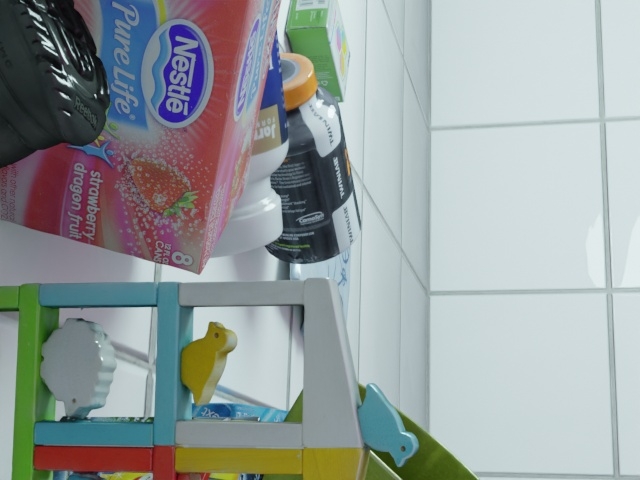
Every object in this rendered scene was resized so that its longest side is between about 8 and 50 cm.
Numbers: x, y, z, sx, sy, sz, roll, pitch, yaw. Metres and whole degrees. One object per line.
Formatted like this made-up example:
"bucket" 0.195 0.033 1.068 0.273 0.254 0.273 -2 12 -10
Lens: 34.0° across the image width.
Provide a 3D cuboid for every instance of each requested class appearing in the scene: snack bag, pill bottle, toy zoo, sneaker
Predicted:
"snack bag" 0.000 0.000 1.594 0.342 0.037 0.323 66 25 -60
"pill bottle" -0.107 -0.127 0.881 0.153 0.153 0.265 -57 143 -68
"pill bottle" -0.031 -0.100 1.262 0.130 0.130 0.246 -77 161 -47
"toy zoo" -0.090 0.119 0.610 0.030 0.293 0.192 32 58 -75
"sneaker" -0.216 -0.160 0.522 0.109 0.130 0.286 13 53 -79

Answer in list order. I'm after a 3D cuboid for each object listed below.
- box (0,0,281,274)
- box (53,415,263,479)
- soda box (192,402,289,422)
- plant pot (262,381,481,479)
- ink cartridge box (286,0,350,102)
"box" -0.108 -0.147 0.682 0.142 0.154 0.300 -73 179 -55
"box" -0.137 0.205 0.691 0.233 0.159 0.044 -70 154 -58
"soda box" -0.091 0.206 1.088 0.210 0.071 0.067 39 50 -73
"plant pot" 0.011 0.326 1.023 0.293 0.275 0.275 -52 167 5
"ink cartridge box" 0.005 -0.278 1.587 0.209 0.062 0.109 73 19 -50
